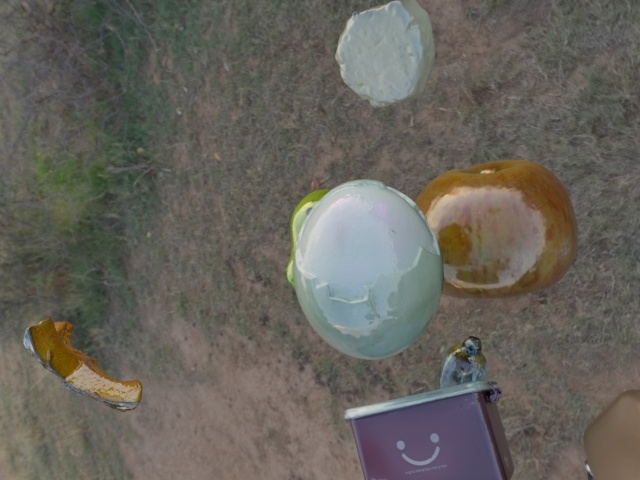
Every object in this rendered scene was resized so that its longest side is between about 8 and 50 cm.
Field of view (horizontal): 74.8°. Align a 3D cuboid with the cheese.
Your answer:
[{"bbox_3d":[0.195,-0.566,1.264,0.317,0.115,0.327,38,142,14],"label":"cheese"}]

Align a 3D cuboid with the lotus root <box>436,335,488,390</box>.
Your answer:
[{"bbox_3d":[0.332,0.306,0.972,0.113,0.088,0.192,36,122,51],"label":"lotus root"}]

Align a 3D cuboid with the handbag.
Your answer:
[{"bbox_3d":[0.621,0.472,0.785,0.149,0.302,0.283,18,127,-7],"label":"handbag"}]

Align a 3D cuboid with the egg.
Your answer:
[{"bbox_3d":[0.083,0.049,0.771,0.278,0.278,0.336,16,140,36],"label":"egg"}]

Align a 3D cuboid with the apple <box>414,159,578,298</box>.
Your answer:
[{"bbox_3d":[0.409,-0.032,1.034,0.399,0.400,0.335,-6,85,40],"label":"apple"}]

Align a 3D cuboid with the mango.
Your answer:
[{"bbox_3d":[0.000,0.000,1.062,0.175,0.294,0.143,20,149,-9],"label":"mango"}]

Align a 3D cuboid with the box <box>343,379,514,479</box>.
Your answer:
[{"bbox_3d":[0.209,0.375,0.788,0.293,0.193,0.168,-22,66,23],"label":"box"}]

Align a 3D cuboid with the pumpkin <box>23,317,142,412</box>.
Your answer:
[{"bbox_3d":[-0.504,0.269,0.891,0.258,0.095,0.290,44,152,-9],"label":"pumpkin"}]
